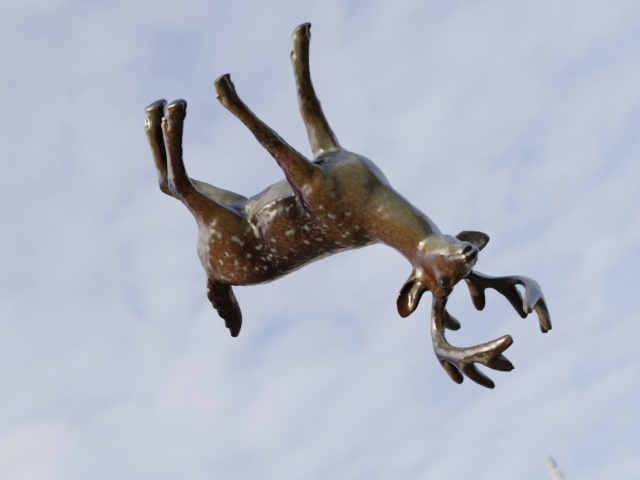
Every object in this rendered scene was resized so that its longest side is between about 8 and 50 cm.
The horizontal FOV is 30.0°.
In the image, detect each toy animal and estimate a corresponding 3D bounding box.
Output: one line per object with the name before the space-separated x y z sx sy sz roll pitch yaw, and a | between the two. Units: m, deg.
toy animal | 0.011 -0.010 0.807 0.243 0.260 0.087 -17 20 44
